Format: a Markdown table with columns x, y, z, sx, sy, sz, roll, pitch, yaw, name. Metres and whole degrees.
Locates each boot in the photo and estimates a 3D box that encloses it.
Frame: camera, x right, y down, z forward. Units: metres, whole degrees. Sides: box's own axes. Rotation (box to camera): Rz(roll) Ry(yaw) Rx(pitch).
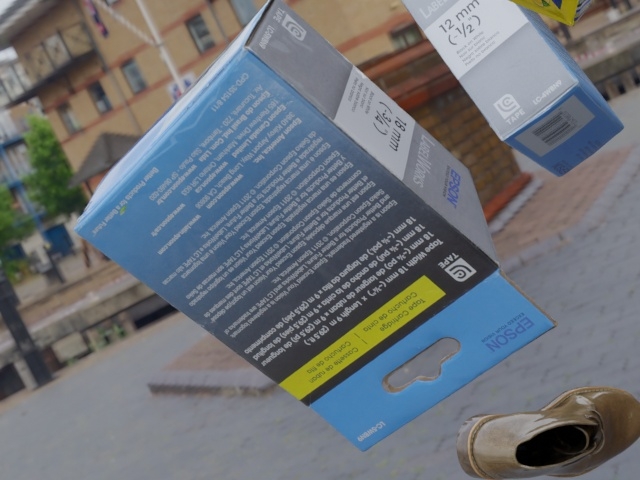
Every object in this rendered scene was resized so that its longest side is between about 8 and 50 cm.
| x | y | z | sx | sy | sz | roll | pitch | yaw | name |
| --- | --- | --- | --- | --- | --- | --- | --- | --- | --- |
| 0.322 | 0.248 | 1.296 | 0.305 | 0.112 | 0.115 | -5 | -5 | -34 | boot |

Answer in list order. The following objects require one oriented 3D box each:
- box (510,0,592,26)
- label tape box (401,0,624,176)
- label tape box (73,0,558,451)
| x | y | z | sx | sy | sz | roll | pitch | yaw | name |
| --- | --- | --- | --- | --- | --- | --- | --- | --- | --- |
| 0.152 | -0.193 | 0.539 | 0.169 | 0.054 | 0.059 | -52 | -21 | -24 | box |
| 0.206 | -0.259 | 1.267 | 0.115 | 0.348 | 0.249 | -40 | -22 | 18 | label tape box |
| 0.000 | 0.000 | 0.879 | 0.240 | 0.333 | 0.106 | -40 | 19 | 32 | label tape box |
